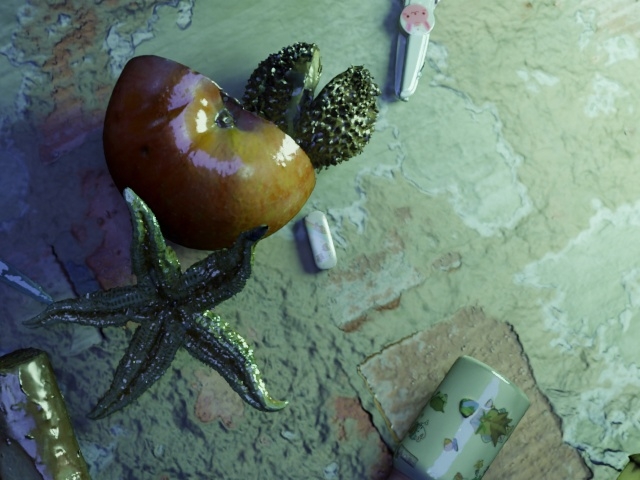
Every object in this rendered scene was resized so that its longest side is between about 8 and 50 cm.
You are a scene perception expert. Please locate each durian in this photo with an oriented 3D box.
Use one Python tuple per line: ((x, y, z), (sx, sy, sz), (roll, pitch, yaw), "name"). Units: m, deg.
((-0.015, -0.167, 1.756), (0.196, 0.167, 0.196), (-2, 84, 18), "durian")

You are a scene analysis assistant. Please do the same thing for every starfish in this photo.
((-0.211, 0.082, 1.656), (0.358, 0.078, 0.347), (6, 119, 12), "starfish")

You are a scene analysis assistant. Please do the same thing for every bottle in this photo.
((0.165, 0.285, 1.719), (0.120, 0.120, 0.253), (35, 81, 0), "bottle")

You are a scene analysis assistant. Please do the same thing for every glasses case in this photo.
((0.000, 0.000, 1.790), (0.032, 0.021, 0.083), (-13, 83, -10), "glasses case")

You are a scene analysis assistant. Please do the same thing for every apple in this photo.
((-0.166, -0.086, 1.667), (0.293, 0.251, 0.163), (30, 72, -2), "apple")

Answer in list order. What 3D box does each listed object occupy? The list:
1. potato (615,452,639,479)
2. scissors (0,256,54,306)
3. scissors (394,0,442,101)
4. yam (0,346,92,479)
((0.466, 0.437, 1.687), (0.285, 0.242, 0.242), (38, 80, -7), "potato")
((-0.518, -0.026, 1.734), (0.256, 0.029, 0.383), (-44, 86, -11), "scissors")
((0.135, -0.315, 1.845), (0.118, 0.030, 0.242), (11, 78, -3), "scissors")
((-0.376, 0.257, 1.658), (0.129, 0.128, 0.238), (-15, 86, -25), "yam")
